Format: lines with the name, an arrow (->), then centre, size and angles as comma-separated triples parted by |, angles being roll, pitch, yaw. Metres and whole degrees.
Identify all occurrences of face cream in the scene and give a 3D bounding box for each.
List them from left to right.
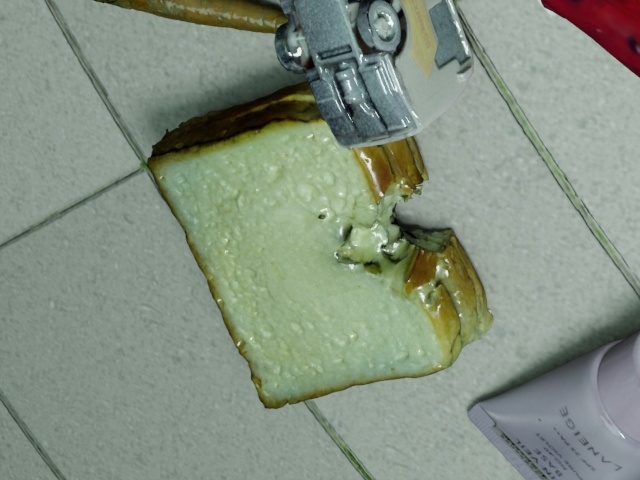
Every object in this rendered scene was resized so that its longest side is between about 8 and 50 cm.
face cream -> 0.231, 0.152, 1.517 | 0.154, 0.096, 0.274 | 44, 147, 2

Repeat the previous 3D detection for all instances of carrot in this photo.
carrot -> -0.107, -0.206, 1.573 | 0.254, 0.049, 0.049 | 18, 126, 22

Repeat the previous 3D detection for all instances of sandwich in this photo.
sandwich -> 0.001, -0.001, 1.580 | 0.249, 0.095, 0.273 | -12, 109, 41

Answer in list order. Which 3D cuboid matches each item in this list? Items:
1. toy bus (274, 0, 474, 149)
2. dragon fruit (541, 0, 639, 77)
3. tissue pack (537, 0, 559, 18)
toy bus -> 0.008, -0.246, 1.392 | 0.097, 0.138, 0.342 | -10, 109, 39
dragon fruit -> 0.235, -0.212, 1.180 | 0.330, 0.240, 0.302 | 12, 101, 24
tissue pack -> 0.186, -0.212, 1.346 | 0.062, 0.042, 0.083 | 49, 134, -1
